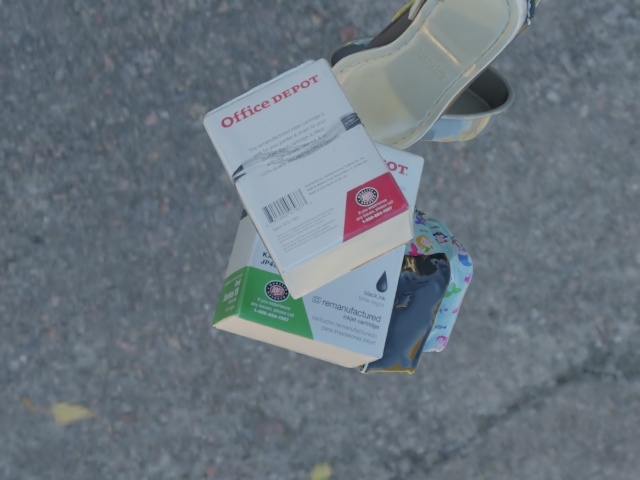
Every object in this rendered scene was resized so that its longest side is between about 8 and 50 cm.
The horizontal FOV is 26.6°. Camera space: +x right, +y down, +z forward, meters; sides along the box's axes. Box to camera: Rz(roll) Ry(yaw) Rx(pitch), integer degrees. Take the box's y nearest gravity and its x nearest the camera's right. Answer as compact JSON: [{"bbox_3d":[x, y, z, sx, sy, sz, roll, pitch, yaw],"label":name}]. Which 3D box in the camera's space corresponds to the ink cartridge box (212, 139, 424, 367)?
[{"bbox_3d":[0.000,0.000,1.297,0.153,0.208,0.087,17,164,-15],"label":"ink cartridge box"}]

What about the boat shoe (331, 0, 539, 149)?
[{"bbox_3d":[0.109,-0.190,1.395,0.116,0.097,0.324,47,137,-2],"label":"boat shoe"}]

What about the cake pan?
[{"bbox_3d":[0.146,-0.230,2.054,0.293,0.293,0.054,2,120,-17],"label":"cake pan"}]

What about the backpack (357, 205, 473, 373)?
[{"bbox_3d":[0.094,0.048,2.002,0.191,0.253,0.225,-3,125,-31],"label":"backpack"}]

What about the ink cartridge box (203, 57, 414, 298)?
[{"bbox_3d":[-0.010,-0.049,1.045,0.109,0.150,0.063,-27,156,-3],"label":"ink cartridge box"}]

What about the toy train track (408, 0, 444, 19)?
[{"bbox_3d":[0.069,-0.166,0.880,0.014,0.083,0.048,32,102,12],"label":"toy train track"}]
